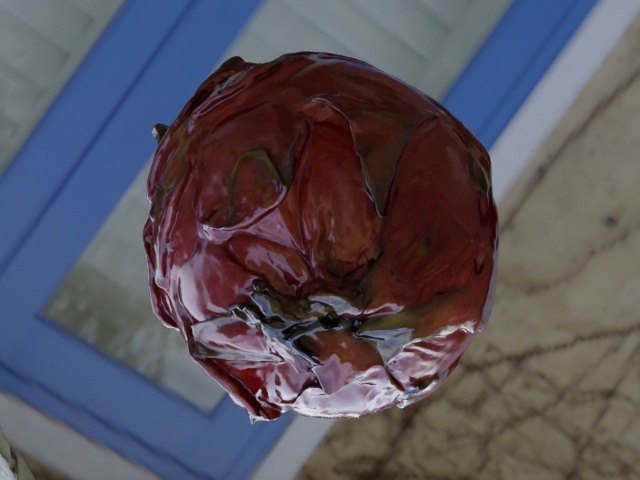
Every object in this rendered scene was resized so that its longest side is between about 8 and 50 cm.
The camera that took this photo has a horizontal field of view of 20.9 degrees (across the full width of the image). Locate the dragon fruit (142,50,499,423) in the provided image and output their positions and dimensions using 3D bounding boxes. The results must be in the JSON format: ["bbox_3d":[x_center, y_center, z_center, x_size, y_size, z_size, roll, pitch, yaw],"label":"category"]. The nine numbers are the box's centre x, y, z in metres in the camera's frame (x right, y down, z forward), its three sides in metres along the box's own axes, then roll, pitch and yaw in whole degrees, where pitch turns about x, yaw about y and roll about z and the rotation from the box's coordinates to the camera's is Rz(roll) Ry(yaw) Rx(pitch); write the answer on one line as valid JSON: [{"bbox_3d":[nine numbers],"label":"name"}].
[{"bbox_3d":[0.000,0.000,0.800,0.172,0.172,0.209,33,-164,-31],"label":"dragon fruit"}]

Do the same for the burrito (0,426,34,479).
[{"bbox_3d":[-0.289,0.144,1.412,0.041,0.045,0.185,-76,-33,-51],"label":"burrito"}]
